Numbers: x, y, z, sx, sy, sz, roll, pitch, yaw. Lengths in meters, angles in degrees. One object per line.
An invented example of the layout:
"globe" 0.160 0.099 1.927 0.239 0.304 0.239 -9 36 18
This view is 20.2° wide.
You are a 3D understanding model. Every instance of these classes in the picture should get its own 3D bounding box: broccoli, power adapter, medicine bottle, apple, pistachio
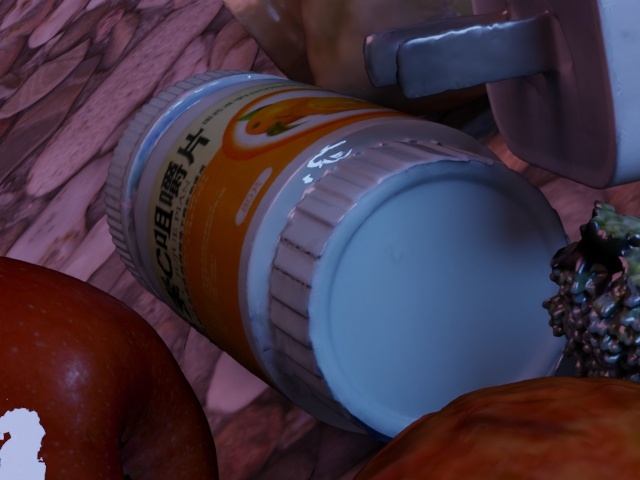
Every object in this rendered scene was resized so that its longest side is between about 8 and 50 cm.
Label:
"broccoli" 0.184 0.004 0.745 0.118 0.122 0.204 24 45 32
"power adapter" 0.148 -0.097 0.769 0.255 0.124 0.187 -13 10 -9
"medicine bottle" 0.000 0.000 0.957 0.158 0.158 0.318 -47 24 -8
"apple" -0.171 0.135 0.904 0.217 0.260 0.260 -16 32 17
"pistachio" 0.101 -0.189 1.109 0.293 0.162 0.181 -49 -5 -12

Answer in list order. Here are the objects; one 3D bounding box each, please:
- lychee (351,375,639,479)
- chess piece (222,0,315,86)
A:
"lychee" 0.062 0.161 0.483 0.300 0.255 0.255 22 61 23
"chess piece" 0.078 -0.223 1.245 0.301 0.137 0.137 -35 25 11
